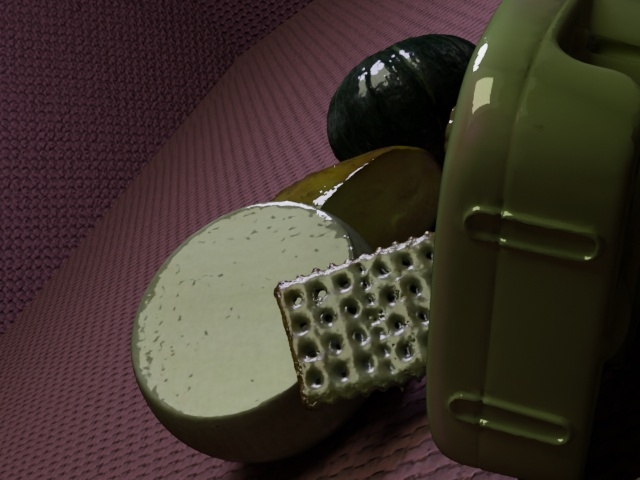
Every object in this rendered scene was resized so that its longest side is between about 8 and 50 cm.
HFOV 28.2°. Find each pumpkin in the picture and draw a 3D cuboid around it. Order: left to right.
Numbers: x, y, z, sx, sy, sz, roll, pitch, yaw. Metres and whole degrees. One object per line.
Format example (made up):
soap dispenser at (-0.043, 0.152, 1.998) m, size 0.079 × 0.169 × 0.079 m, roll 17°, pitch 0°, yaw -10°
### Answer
pumpkin at (0.108, -0.147, 1.462) m, size 0.212 × 0.152 × 0.211 m, roll -18°, pitch -4°, yaw -1°

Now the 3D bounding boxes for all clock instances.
clock at (0.169, -0.040, 0.835) m, size 0.117 × 0.286 × 0.348 m, roll 12°, pitch 37°, yaw 17°

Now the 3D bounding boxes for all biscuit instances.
biscuit at (0.067, 0.059, 1.051) m, size 0.203 × 0.016 × 0.144 m, roll -17°, pitch 52°, yaw 3°

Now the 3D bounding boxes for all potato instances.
potato at (0.000, 0.000, 1.355) m, size 0.298 × 0.141 × 0.176 m, roll -41°, pitch 25°, yaw 6°

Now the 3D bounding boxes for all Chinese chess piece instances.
Chinese chess piece at (-0.053, 0.083, 1.169) m, size 0.250 × 0.101 × 0.250 m, roll -17°, pitch 48°, yaw 20°

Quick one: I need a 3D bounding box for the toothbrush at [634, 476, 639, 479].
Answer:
toothbrush at (0.267, 0.079, 0.671) m, size 0.307 × 0.029 × 0.025 m, roll -36°, pitch 24°, yaw 25°
